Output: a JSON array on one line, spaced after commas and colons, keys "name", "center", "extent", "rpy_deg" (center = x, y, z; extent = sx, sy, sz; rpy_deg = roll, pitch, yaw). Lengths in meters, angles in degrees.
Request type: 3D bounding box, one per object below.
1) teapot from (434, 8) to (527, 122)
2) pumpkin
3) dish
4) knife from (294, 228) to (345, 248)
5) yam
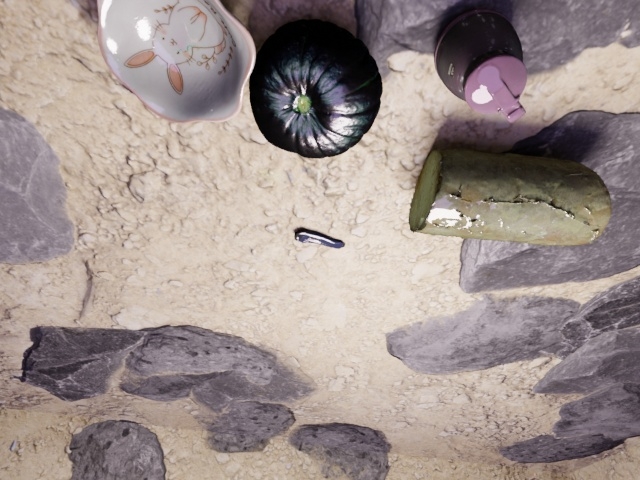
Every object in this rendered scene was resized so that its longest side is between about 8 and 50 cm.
[{"name": "teapot", "center": [0.231, -0.232, 0.592], "extent": [0.116, 0.146, 0.148], "rpy_deg": [-11, 134, 11]}, {"name": "pumpkin", "center": [-0.009, -0.218, 0.616], "extent": [0.201, 0.140, 0.202], "rpy_deg": [9, 128, 12]}, {"name": "dish", "center": [-0.193, -0.282, 0.594], "extent": [0.229, 0.081, 0.229], "rpy_deg": [6, 136, 6]}, {"name": "knife", "center": [0.000, 0.000, 0.921], "extent": [0.121, 0.018, 0.031], "rpy_deg": [17, 126, -16]}, {"name": "yam", "center": [0.319, -0.073, 0.738], "extent": [0.304, 0.168, 0.168], "rpy_deg": [4, 135, -3]}]
